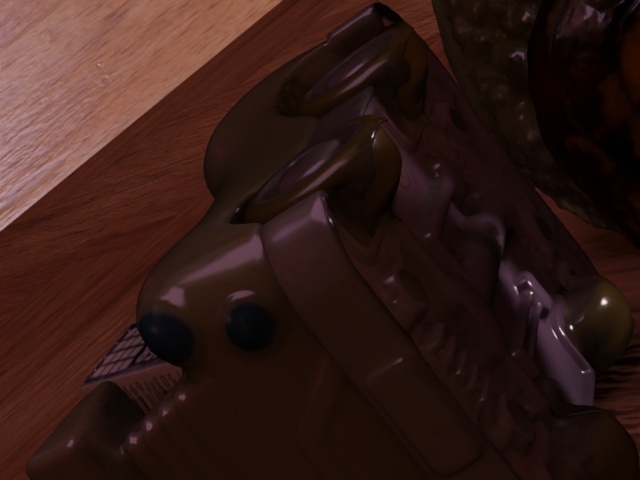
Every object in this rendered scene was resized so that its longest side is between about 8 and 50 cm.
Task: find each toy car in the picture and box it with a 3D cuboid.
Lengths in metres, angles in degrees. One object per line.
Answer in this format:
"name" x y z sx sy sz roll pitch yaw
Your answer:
"toy car" 0.016 0.052 0.973 0.226 0.242 0.336 -34 14 19

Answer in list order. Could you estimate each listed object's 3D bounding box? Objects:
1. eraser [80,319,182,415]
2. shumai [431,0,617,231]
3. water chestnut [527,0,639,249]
"eraser" -0.056 0.080 1.382 0.130 0.086 0.287 -46 16 -33
"shumai" 0.273 -0.217 1.181 0.323 0.397 0.324 -15 36 -35
"water chestnut" 0.242 -0.078 0.840 0.289 0.244 0.289 -29 21 12
